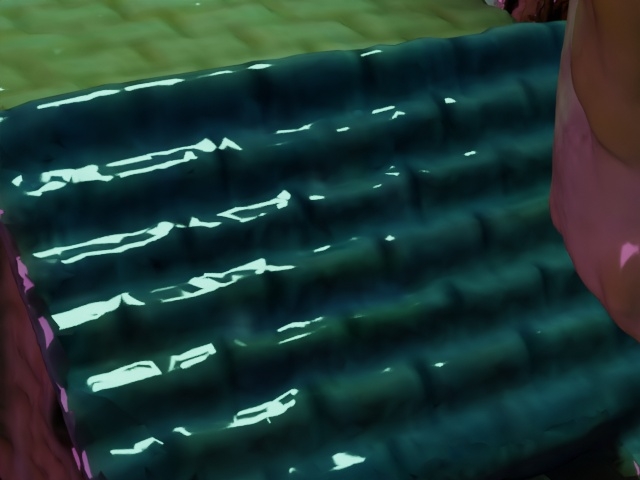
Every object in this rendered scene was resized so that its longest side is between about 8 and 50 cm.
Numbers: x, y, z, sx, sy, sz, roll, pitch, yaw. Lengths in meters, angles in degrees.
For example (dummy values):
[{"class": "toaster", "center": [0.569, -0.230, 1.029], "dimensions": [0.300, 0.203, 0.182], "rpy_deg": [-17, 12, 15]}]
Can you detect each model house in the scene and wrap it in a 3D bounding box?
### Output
[{"class": "model house", "center": [-0.044, 0.102, 0.680], "dimensions": [0.400, 0.395, 0.445], "rpy_deg": [38, 130, 43]}]

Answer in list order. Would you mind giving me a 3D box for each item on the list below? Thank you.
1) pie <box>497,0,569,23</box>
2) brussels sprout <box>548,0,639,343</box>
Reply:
[{"class": "pie", "center": [0.179, -0.147, 0.767], "dimensions": [0.339, 0.077, 0.339], "rpy_deg": [-165, 90, -76]}, {"class": "brussels sprout", "center": [0.178, -0.090, 0.349], "dimensions": [0.316, 0.243, 0.274], "rpy_deg": [-62, 9, 2]}]
